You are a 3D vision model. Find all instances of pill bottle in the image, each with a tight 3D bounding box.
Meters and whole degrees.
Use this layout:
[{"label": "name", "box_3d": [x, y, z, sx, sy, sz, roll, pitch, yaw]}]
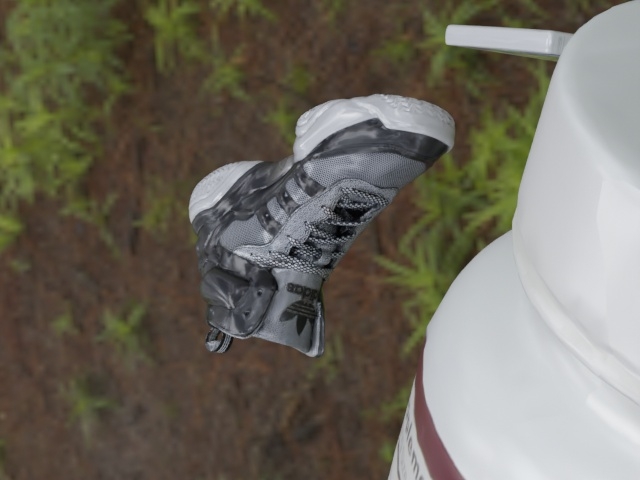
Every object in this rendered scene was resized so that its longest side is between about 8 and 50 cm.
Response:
[{"label": "pill bottle", "box_3d": [0.127, 0.126, 0.655, 0.224, 0.224, 0.392, 47, 136, 40]}]

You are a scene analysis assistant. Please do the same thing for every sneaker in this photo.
[{"label": "sneaker", "box_3d": [0.000, 0.000, 1.319, 0.268, 0.101, 0.153, -25, 57, 46]}]

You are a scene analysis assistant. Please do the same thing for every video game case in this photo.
[{"label": "video game case", "box_3d": [0.240, -0.174, 1.676, 0.201, 0.183, 0.023, -162, 78, -66]}]
